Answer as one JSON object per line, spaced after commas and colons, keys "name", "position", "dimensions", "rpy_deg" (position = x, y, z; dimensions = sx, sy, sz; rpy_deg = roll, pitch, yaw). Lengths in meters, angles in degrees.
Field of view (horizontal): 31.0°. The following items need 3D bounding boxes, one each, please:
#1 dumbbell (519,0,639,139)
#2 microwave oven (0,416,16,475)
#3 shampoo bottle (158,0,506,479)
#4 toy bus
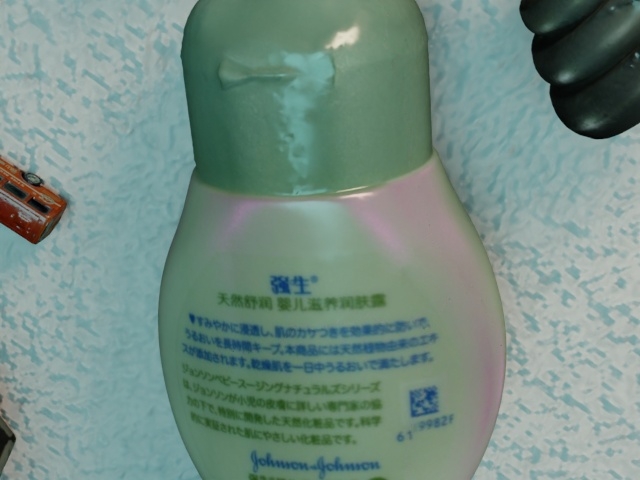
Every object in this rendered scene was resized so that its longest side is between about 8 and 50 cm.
{"name": "dumbbell", "position": [0.080, -0.213, 0.599], "dimensions": [0.406, 0.179, 0.179], "rpy_deg": [37, 112, -7]}
{"name": "microwave oven", "position": [-0.386, 0.114, 0.767], "dimensions": [0.238, 0.181, 0.295], "rpy_deg": [-16, 121, 15]}
{"name": "shampoo bottle", "position": [0.000, 0.000, 0.710], "dimensions": [0.222, 0.151, 0.349], "rpy_deg": [0, 112, 15]}
{"name": "toy bus", "position": [-0.229, -0.040, 0.788], "dimensions": [0.110, 0.043, 0.031], "rpy_deg": [33, 113, -4]}
